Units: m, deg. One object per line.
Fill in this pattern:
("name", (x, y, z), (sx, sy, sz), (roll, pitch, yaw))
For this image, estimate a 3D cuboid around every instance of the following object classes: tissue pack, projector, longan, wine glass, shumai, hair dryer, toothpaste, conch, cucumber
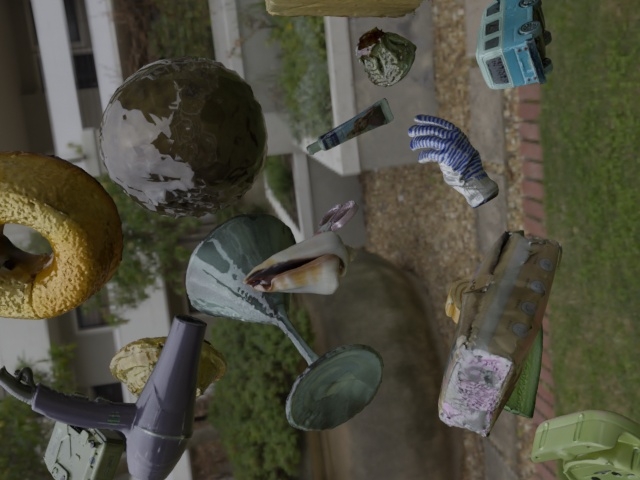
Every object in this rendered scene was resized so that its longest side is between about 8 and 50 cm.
("tissue pack", (0.267, 0.137, 1.219), (0.256, 0.123, 0.215), (-55, -22, -37))
("projector", (-0.605, 0.541, 1.999), (0.270, 0.088, 0.193), (13, 84, 49))
("longan", (-0.302, -0.230, 1.835), (0.391, 0.391, 0.390), (172, 90, -83))
("wine glass", (-0.071, 0.160, 1.545), (0.406, 0.267, 0.267), (49, 150, 44))
("shumai", (0.103, -0.334, 1.408), (0.087, 0.099, 0.123), (33, -169, -35))
("hair dryer", (-0.386, 0.258, 1.412), (0.121, 0.361, 0.301), (-155, 80, -68))
("toothpaste", (0.065, -0.256, 1.843), (0.062, 0.216, 0.037), (63, 180, -33))
("conch", (-0.025, 0.037, 1.212), (0.104, 0.176, 0.094), (-116, 33, -46))
("cucumber", (0.398, 0.230, 1.641), (0.063, 0.115, 0.243), (-9, 64, 64))

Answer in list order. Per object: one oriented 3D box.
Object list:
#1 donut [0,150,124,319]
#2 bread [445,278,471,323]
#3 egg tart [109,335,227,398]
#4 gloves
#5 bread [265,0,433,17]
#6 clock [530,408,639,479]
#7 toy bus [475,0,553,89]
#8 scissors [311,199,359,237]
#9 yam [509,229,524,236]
("donut", (-0.474, 0.006, 1.276), (0.110, 0.303, 0.302), (-90, -3, -64))
("bread", (0.413, 0.179, 2.245), (0.149, 0.122, 0.073), (-73, -16, -48))
("egg tart", (-0.376, 0.336, 1.988), (0.290, 0.291, 0.115), (95, 172, -58))
("gloves", (0.265, -0.165, 1.588), (0.229, 0.119, 0.097), (45, 123, 9))
("bread", (0.045, -0.529, 1.357), (0.207, 0.279, 0.278), (-133, 45, -81))
("clock", (0.611, 0.459, 1.634), (0.235, 0.308, 0.096), (-43, 20, 56))
("toy bus", (0.465, -0.489, 1.932), (0.133, 0.165, 0.271), (59, -149, -36))
("scissors", (0.000, 0.000, 1.842), (0.030, 0.242, 0.118), (47, 150, -18))
("yam", (0.569, 0.035, 2.314), (0.054, 0.054, 0.132), (106, 164, -72))
